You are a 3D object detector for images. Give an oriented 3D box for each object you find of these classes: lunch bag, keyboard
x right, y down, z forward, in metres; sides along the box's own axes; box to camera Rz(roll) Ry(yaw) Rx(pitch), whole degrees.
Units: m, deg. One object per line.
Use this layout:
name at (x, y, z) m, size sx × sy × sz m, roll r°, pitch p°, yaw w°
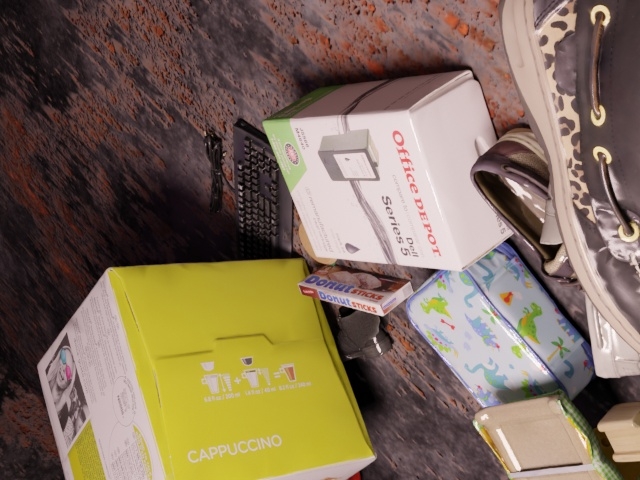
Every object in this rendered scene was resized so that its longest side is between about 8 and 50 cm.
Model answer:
lunch bag at (0.214, 0.115, 1.218) m, size 0.219 × 0.090 × 0.176 m, roll 50°, pitch 148°, yaw 7°
keyboard at (-0.119, -0.054, 1.579) m, size 0.201 × 0.033 × 0.317 m, roll 36°, pitch 143°, yaw 30°

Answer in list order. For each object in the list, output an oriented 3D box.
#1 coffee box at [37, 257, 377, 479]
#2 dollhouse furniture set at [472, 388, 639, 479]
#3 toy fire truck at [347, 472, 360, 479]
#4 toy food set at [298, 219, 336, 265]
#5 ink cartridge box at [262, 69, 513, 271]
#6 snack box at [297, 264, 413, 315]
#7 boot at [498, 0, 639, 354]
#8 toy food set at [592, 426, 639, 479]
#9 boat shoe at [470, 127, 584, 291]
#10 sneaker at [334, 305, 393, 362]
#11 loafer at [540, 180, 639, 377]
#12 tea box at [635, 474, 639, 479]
coffee box at (-0.181, 0.253, 1.502) m, size 0.334 × 0.337 × 0.338 m, roll -46°, pitch 56°, yaw 45°
dollhouse furniture set at (0.342, 0.223, 1.085) m, size 0.301 × 0.151 × 0.198 m, roll -27°, pitch 91°, yaw 58°
toy fire truck at (-0.067, 0.344, 1.768) m, size 0.302 × 0.169 × 0.254 m, roll -2°, pitch 98°, yaw 54°
toy food set at (0.000, 0.000, 1.474) m, size 0.082 × 0.020 × 0.083 m, roll 18°, pitch 132°, yaw 45°
ink cartridge box at (0.080, -0.082, 1.198) m, size 0.272 × 0.114 × 0.198 m, roll 4°, pitch 122°, yaw 53°
snack box at (0.047, 0.068, 1.428) m, size 0.178 × 0.064 × 0.022 m, roll 11°, pitch 129°, yaw 49°
boot at (0.305, -0.066, 0.728) m, size 0.284 × 0.138 × 0.378 m, roll -7°, pitch 108°, yaw 60°
toy food set at (0.381, 0.311, 1.173) m, size 0.128 × 0.071 × 0.218 m, roll -36°, pitch 78°, yaw 27°
boat shoe at (0.267, 0.006, 1.042) m, size 0.285 × 0.092 × 0.103 m, roll 49°, pitch 148°, yaw 12°
sneaker at (0.051, 0.131, 1.500) m, size 0.170 × 0.051 × 0.089 m, roll -15°, pitch 106°, yaw 53°
loafer at (0.255, -0.027, 0.944) m, size 0.111 × 0.112 × 0.320 m, roll -21°, pitch 78°, yaw 24°
tea box at (0.417, 0.153, 0.744) m, size 0.220 × 0.329 × 0.324 m, roll 43°, pitch 146°, yaw 20°
